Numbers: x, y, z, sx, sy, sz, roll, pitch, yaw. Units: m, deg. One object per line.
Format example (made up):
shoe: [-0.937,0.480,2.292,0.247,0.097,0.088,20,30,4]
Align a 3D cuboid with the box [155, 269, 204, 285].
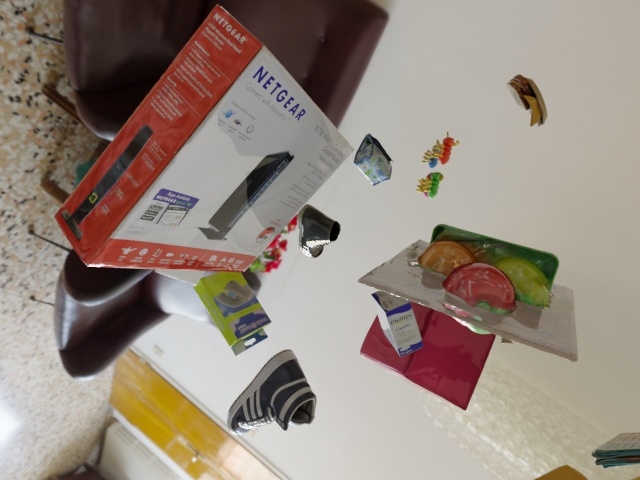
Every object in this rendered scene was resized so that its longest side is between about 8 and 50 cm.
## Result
box: [-0.269,-0.017,0.872,0.130,0.091,0.171,-52,-152,29]

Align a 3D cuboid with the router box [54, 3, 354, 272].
router box: [-0.123,-0.090,0.581,0.301,0.082,0.335,-47,162,10]

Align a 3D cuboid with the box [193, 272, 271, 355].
box: [-0.188,0.151,0.910,0.109,0.178,0.042,-19,160,-52]

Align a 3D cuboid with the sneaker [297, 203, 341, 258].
sneaker: [0.000,0.000,1.222,0.083,0.118,0.222,-48,151,-24]

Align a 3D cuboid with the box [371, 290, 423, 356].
box: [0.201,0.208,1.085,0.072,0.137,0.126,-22,-162,-5]

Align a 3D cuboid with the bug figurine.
bug figurine: [0.396,-0.253,1.420,0.279,0.072,0.217,-52,158,-82]

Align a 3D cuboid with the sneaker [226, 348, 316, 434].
sneaker: [-0.115,0.407,0.967,0.099,0.153,0.282,9,122,-49]

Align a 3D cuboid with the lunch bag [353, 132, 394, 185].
lunch bag: [0.197,-0.297,1.486,0.096,0.129,0.151,-21,-141,34]

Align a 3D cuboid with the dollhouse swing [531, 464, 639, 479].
dollhouse swing: [0.271,0.405,0.340,0.315,0.304,0.347,-93,-176,-63]

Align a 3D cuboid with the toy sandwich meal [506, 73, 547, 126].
toy sandwich meal: [0.309,-0.207,0.617,0.029,0.086,0.085,-24,-179,20]

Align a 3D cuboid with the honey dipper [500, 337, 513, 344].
honey dipper: [0.489,0.189,1.080,0.030,0.030,0.161,88,10,-75]

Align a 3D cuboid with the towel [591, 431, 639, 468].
towel: [0.806,0.468,0.936,0.271,0.040,0.370,-24,152,37]

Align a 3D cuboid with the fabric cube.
fabric cube: [0.327,0.328,1.290,0.254,0.259,0.258,-61,-161,-12]

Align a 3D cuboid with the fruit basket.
fruit basket: [0.281,0.091,0.752,0.353,0.326,0.166,-29,131,-55]
